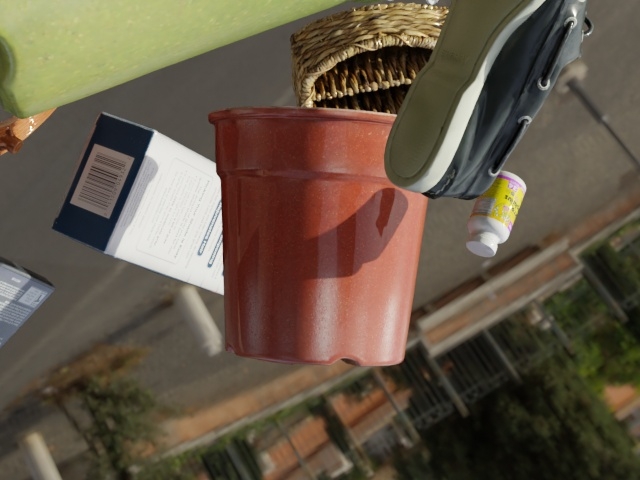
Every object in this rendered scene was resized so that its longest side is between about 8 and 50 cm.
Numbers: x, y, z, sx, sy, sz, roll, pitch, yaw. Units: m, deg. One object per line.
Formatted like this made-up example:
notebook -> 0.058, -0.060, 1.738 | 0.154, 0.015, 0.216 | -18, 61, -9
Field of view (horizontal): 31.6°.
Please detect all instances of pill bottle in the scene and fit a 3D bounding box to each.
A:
pill bottle -> 0.174, -0.026, 1.137 | 0.043, 0.043, 0.083 | 77, 34, -63

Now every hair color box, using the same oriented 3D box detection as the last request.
hair color box -> -0.206, -0.039, 1.592 | 0.347, 0.105, 0.173 | 28, 85, -61

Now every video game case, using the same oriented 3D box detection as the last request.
video game case -> -0.414, 0.128, 1.187 | 0.274, 0.026, 0.196 | -47, 165, -3

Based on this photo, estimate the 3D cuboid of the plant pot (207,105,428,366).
plant pot -> 0.000, 0.000, 1.262 | 0.273, 0.265, 0.272 | 4, 179, 0

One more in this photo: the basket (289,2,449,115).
basket -> 0.110, -0.255, 1.913 | 0.299, 0.223, 0.213 | -8, 149, -4

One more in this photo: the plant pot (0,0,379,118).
plant pot -> -0.087, -0.196, 0.572 | 0.254, 0.276, 0.276 | -31, 155, -12

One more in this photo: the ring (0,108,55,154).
ring -> -0.324, -0.219, 1.338 | 0.336, 0.032, 0.336 | -54, 177, -5

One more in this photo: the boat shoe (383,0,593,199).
boat shoe -> 0.187, -0.183, 1.037 | 0.113, 0.127, 0.340 | 20, 101, -32

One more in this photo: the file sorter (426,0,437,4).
file sorter -> 0.166, -0.448, 1.605 | 0.192, 0.278, 0.173 | -66, 152, -23
